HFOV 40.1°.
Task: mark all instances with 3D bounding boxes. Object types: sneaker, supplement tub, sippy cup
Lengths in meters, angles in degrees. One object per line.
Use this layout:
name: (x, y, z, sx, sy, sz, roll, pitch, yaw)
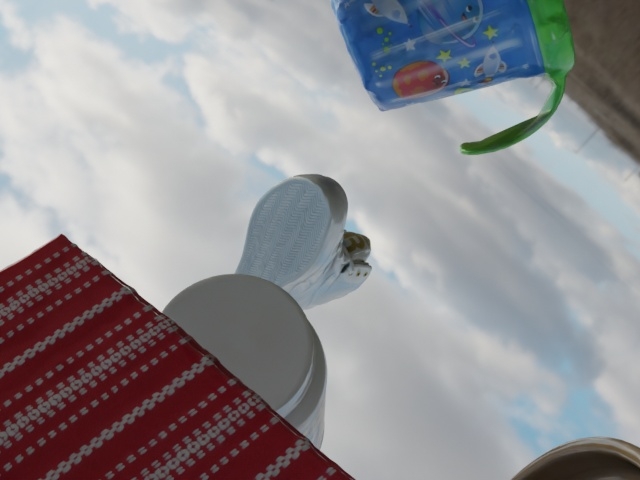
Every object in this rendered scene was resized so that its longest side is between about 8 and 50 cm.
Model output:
sneaker: (0.000, 0.000, 1.074, 0.169, 0.292, 0.108, -21, -111, -34)
supplement tub: (-0.067, 0.127, 0.729, 0.144, 0.144, 0.199, 48, 160, 23)
sippy cup: (0.137, -0.259, 0.982, 0.240, 0.224, 0.305, 44, -152, -65)

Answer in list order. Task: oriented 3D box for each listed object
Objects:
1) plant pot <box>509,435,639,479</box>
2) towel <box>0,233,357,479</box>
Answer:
plant pot: (0.141, 0.229, 0.436, 0.110, 0.237, 0.237, 31, -161, -8)
towel: (-0.101, 0.119, 0.333, 0.275, 0.199, 0.031, 35, 147, 32)
